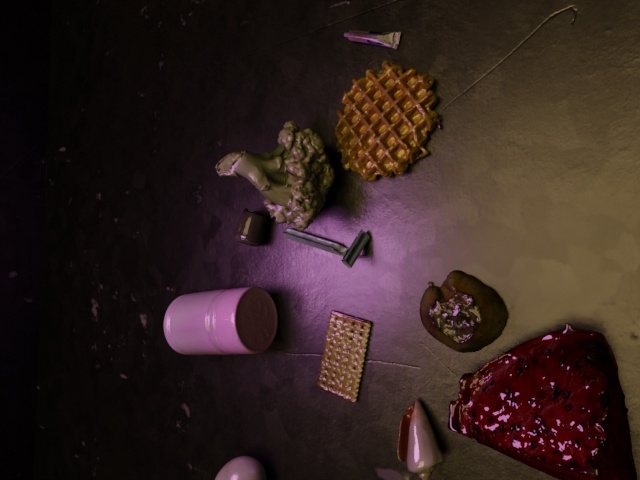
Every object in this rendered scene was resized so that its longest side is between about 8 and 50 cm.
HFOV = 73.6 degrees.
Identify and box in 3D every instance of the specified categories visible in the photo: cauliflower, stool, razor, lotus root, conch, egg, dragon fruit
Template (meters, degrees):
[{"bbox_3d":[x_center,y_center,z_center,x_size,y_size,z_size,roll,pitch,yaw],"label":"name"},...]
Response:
[{"bbox_3d":[-0.089,-0.186,1.158,0.260,0.281,0.327,-32,63,24],"label":"cauliflower"},{"bbox_3d":[-0.217,-0.040,1.350,0.096,0.096,0.110,19,93,32],"label":"stool"},{"bbox_3d":[0.003,0.007,1.232,0.277,0.056,0.111,13,59,39],"label":"razor"},{"bbox_3d":[0.320,0.171,1.006,0.203,0.077,0.183,28,103,32],"label":"lotus root"},{"bbox_3d":[0.234,0.490,1.043,0.104,0.094,0.176,120,134,-63],"label":"conch"},{"bbox_3d":[-0.252,0.757,1.314,0.151,0.151,0.209,47,116,25],"label":"egg"},{"bbox_3d":[0.466,0.355,0.903,0.329,0.228,0.286,-20,44,50],"label":"dragon fruit"}]

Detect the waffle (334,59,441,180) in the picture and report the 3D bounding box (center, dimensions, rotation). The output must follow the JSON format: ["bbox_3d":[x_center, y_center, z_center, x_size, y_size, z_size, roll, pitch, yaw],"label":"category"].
[{"bbox_3d":[0.163,-0.308,1.128,0.329,0.062,0.330,-1,87,32],"label":"waffle"}]

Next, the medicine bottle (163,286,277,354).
[{"bbox_3d":[-0.311,0.254,1.335,0.315,0.202,0.202,-9,84,33],"label":"medicine bottle"}]

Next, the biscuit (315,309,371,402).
[{"bbox_3d":[0.063,0.322,1.201,0.139,0.016,0.232,12,95,32],"label":"biscuit"}]

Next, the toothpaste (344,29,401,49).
[{"bbox_3d":[0.139,-0.555,1.171,0.169,0.028,0.045,21,107,28],"label":"toothpaste"}]
